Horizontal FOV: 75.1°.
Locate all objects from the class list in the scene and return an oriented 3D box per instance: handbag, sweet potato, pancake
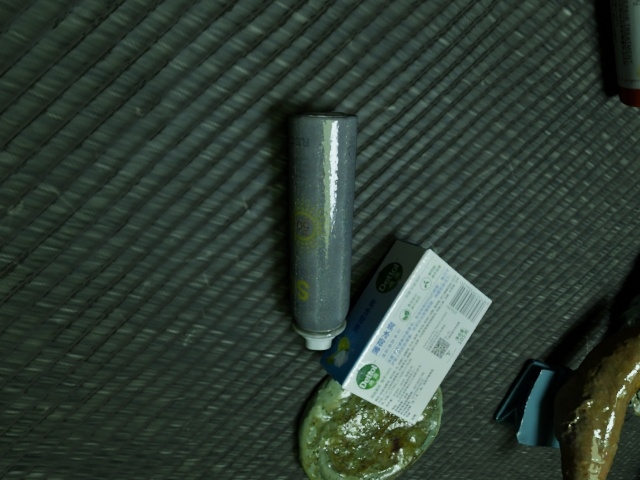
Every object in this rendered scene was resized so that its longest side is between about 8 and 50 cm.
[{"bbox_3d":[0.434,0.301,0.761,0.221,0.057,0.144,18,96,-24],"label":"handbag"},{"bbox_3d":[0.445,0.269,0.672,0.092,0.114,0.341,23,93,-49],"label":"sweet potato"},{"bbox_3d":[0.080,0.289,0.634,0.254,0.037,0.253,-6,109,-19],"label":"pancake"}]

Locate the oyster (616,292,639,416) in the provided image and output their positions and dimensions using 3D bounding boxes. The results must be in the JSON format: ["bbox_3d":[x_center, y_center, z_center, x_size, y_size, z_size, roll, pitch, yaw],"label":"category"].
[{"bbox_3d":[0.614,0.153,0.720,0.163,0.158,0.349,-2,98,-17],"label":"oyster"}]

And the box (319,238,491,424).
[{"bbox_3d":[0.112,0.118,0.541,0.139,0.073,0.194,36,85,-26],"label":"box"}]

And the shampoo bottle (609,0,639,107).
[{"bbox_3d":[0.397,-0.305,0.482,0.105,0.104,0.277,-30,117,-7],"label":"shampoo bottle"}]

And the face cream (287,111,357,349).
[{"bbox_3d":[0.000,0.000,0.474,0.073,0.073,0.283,-6,112,-18],"label":"face cream"}]
